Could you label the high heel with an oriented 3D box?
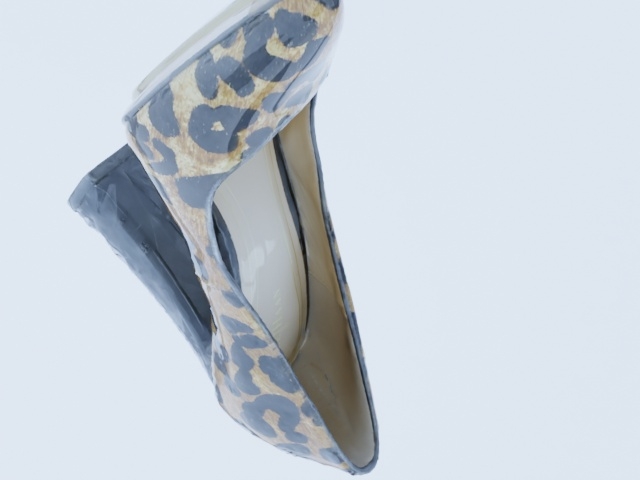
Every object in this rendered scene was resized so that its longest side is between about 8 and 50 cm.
[{"bbox_3d":[0.000,0.000,0.721,0.186,0.093,0.261,48,-29,0],"label":"high heel"}]
